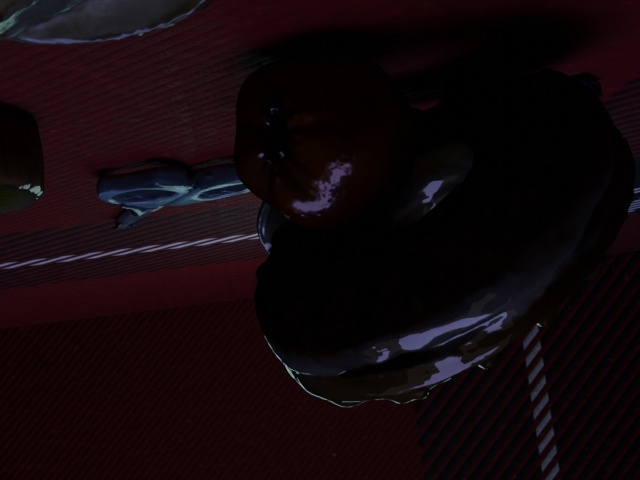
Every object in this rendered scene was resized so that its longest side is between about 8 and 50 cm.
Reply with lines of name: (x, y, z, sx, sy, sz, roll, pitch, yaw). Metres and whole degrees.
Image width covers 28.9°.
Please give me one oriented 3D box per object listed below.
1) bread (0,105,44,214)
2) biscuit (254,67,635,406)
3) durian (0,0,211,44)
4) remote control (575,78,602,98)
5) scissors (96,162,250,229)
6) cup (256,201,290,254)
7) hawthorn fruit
bread: (-0.333, -0.051, 0.980, 0.236, 0.069, 0.236, -9, 173, -1)
biscuit: (0.091, -0.008, 0.970, 0.332, 0.103, 0.332, -30, -156, 15)
durian: (-0.099, -0.134, 0.449, 0.188, 0.091, 0.148, -37, 157, 28)
remote control: (0.180, -0.121, 1.134, 0.153, 0.027, 0.043, -14, 167, 29)
scissors: (-0.183, -0.040, 1.386, 0.191, 0.029, 0.360, -6, 173, -24)
cup: (0.000, 0.000, 1.361, 0.120, 0.120, 0.141, -5, -144, -19)
hawthorn fruit: (0.010, -0.073, 0.909, 0.133, 0.132, 0.138, -13, 174, 39)
